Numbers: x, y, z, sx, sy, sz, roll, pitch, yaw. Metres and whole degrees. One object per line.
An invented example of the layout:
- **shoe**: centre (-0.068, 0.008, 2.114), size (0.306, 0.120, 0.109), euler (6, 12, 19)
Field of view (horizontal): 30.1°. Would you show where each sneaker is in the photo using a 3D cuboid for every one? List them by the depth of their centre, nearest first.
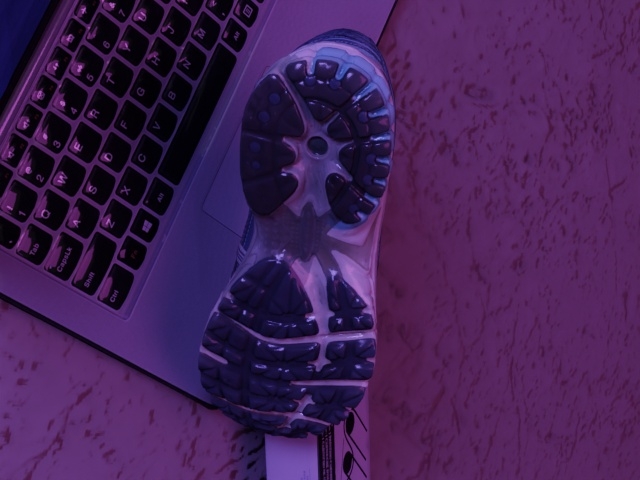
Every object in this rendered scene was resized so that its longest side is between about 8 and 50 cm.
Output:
- **sneaker**: centre (0.000, 0.000, 0.755), size (0.122, 0.110, 0.283), euler (-68, 173, -59)

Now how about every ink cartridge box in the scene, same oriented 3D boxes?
- **ink cartridge box**: centre (-0.002, 0.128, 0.877), size (0.097, 0.046, 0.207), euler (-21, 111, -64)

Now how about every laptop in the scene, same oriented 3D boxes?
- **laptop**: centre (-0.049, -0.127, 0.679), size (0.408, 0.236, 0.382), euler (37, 70, -42)
